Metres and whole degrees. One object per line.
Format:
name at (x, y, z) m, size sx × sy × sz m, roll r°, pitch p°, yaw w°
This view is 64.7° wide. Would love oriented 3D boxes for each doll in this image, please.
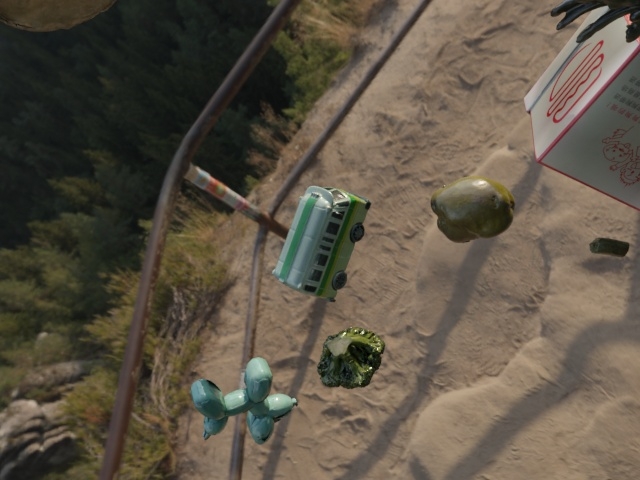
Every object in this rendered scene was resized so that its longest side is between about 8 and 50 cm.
doll at (-0.112, 0.260, 0.794) m, size 0.160 × 0.158 × 0.059 m, roll -15°, pitch 36°, yaw -19°

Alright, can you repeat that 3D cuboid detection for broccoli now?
broccoli at (0.070, 0.258, 1.131) m, size 0.162 × 0.138 × 0.145 m, roll -8°, pitch 57°, yaw 22°

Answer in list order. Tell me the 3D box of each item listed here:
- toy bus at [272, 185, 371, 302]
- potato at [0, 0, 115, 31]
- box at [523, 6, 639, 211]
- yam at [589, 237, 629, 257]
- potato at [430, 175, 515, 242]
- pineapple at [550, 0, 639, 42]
toy bus at (0.000, 0.000, 1.252) m, size 0.134 × 0.165 × 0.275 m, roll 23°, pitch 96°, yaw 43°
potato at (-0.334, -0.501, 0.572) m, size 0.296 × 0.290 × 0.397 m, roll 48°, pitch 134°, yaw 9°
box at (0.672, -0.296, 1.091) m, size 0.299 × 0.315 × 0.312 m, roll -71°, pitch 7°, yaw -45°
yam at (0.696, 0.017, 1.213) m, size 0.043 × 0.094 × 0.043 m, roll -170°, pitch 90°, yaw -82°
potato at (0.374, -0.078, 1.253) m, size 0.201 × 0.154 × 0.136 m, roll -9°, pitch 44°, yaw 39°
pineapple at (0.368, -0.188, 0.403) m, size 0.341 × 0.169 × 0.169 m, roll 30°, pitch 87°, yaw 38°
